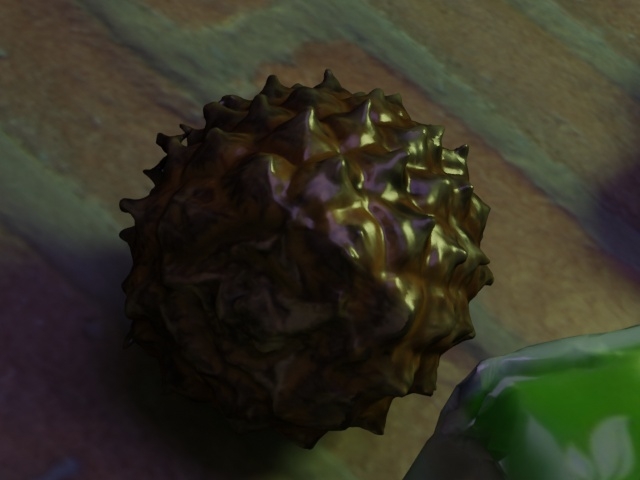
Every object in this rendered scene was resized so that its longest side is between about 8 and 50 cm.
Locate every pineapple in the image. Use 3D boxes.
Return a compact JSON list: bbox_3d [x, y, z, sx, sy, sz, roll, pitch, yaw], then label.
[{"bbox_3d":[0.000,0.000,0.702,0.166,0.166,0.193,33,26,8],"label":"pineapple"}]

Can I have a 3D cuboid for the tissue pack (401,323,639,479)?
[{"bbox_3d":[0.137,0.264,0.358,0.205,0.331,0.405,-9,53,-31],"label":"tissue pack"}]
